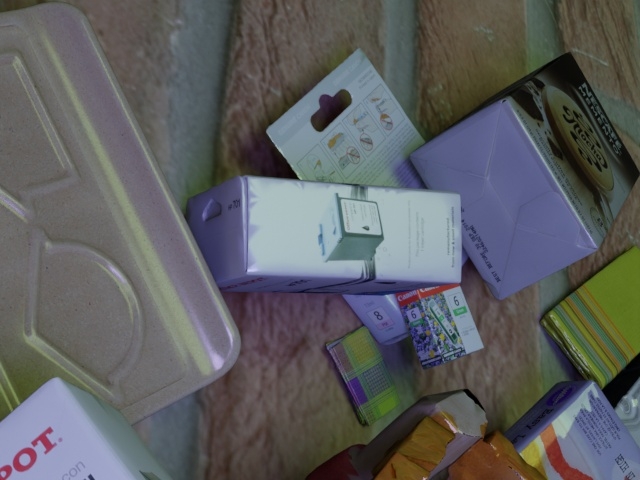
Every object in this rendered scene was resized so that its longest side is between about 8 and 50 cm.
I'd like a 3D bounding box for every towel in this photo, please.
[{"bbox_3d":[0.342,0.086,1.379,0.237,0.021,0.102,-28,80,-47],"label":"towel"},{"bbox_3d":[0.040,0.123,1.094,0.060,0.009,0.083,-26,89,-48],"label":"towel"}]

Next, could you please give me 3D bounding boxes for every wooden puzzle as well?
[{"bbox_3d":[-0.258,0.013,0.823,0.348,0.080,0.322,-25,88,-42],"label":"wooden puzzle"}]

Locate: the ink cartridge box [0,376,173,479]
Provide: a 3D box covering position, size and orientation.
[{"bbox_3d":[-0.129,0.245,0.657,0.273,0.198,0.115,47,-5,22],"label":"ink cartridge box"}]

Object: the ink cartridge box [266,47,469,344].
[{"bbox_3d":[0.049,-0.044,1.154,0.232,0.066,0.189,50,45,-8],"label":"ink cartridge box"}]

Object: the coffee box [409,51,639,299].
[{"bbox_3d":[0.222,-0.078,1.235,0.168,0.119,0.297,58,28,-3],"label":"coffee box"}]

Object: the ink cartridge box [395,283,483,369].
[{"bbox_3d":[0.103,0.056,1.096,0.063,0.029,0.115,-13,81,-46],"label":"ink cartridge box"}]

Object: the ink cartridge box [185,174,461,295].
[{"bbox_3d":[0.000,0.000,0.983,0.191,0.140,0.082,1,82,-25],"label":"ink cartridge box"}]

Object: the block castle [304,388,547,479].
[{"bbox_3d":[0.131,0.354,0.827,0.453,0.213,0.303,45,30,5],"label":"block castle"}]

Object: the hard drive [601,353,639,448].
[{"bbox_3d":[0.353,0.281,1.277,0.339,0.064,0.237,-33,94,-48],"label":"hard drive"}]

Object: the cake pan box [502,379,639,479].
[{"bbox_3d":[0.225,0.303,1.084,0.246,0.070,0.267,-35,96,-23],"label":"cake pan box"}]
